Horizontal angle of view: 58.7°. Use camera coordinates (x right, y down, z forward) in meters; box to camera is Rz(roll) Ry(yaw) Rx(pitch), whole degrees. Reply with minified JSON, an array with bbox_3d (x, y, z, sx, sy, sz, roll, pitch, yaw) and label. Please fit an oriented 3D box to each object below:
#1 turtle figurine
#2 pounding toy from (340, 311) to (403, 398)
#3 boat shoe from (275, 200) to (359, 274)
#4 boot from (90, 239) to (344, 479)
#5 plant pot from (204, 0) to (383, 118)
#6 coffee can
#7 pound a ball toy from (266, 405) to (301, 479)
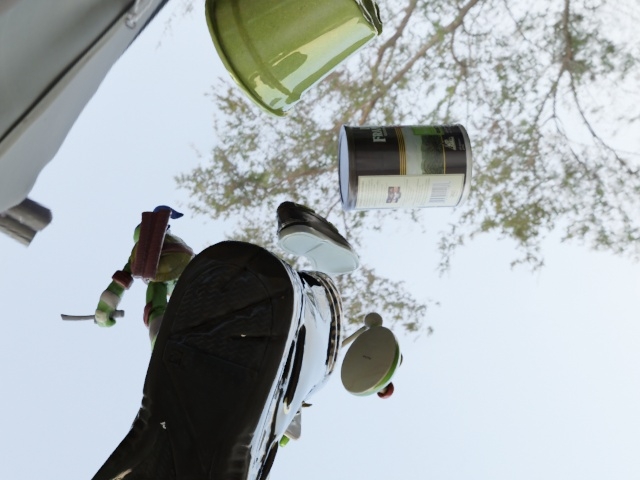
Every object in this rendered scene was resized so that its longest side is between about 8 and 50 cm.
[{"bbox_3d":[-0.246,0.107,0.920,0.198,0.274,0.266,23,-164,-43],"label":"turtle figurine"},{"bbox_3d":[0.143,0.306,1.428,0.110,0.183,0.237,38,-170,-26],"label":"pounding toy"},{"bbox_3d":[0.000,0.000,0.967,0.228,0.081,0.068,35,-145,-56],"label":"boat shoe"},{"bbox_3d":[-0.089,0.185,0.573,0.138,0.284,0.377,19,-89,13],"label":"boot"},{"bbox_3d":[-0.031,-0.413,1.079,0.276,0.254,0.275,44,-146,-40],"label":"plant pot"},{"bbox_3d":[0.188,-0.171,1.331,0.276,0.201,0.201,-2,-116,-5],"label":"coffee can"},{"bbox_3d":[-0.150,0.411,1.188,0.136,0.208,0.319,34,-175,-4],"label":"pound a ball toy"}]
